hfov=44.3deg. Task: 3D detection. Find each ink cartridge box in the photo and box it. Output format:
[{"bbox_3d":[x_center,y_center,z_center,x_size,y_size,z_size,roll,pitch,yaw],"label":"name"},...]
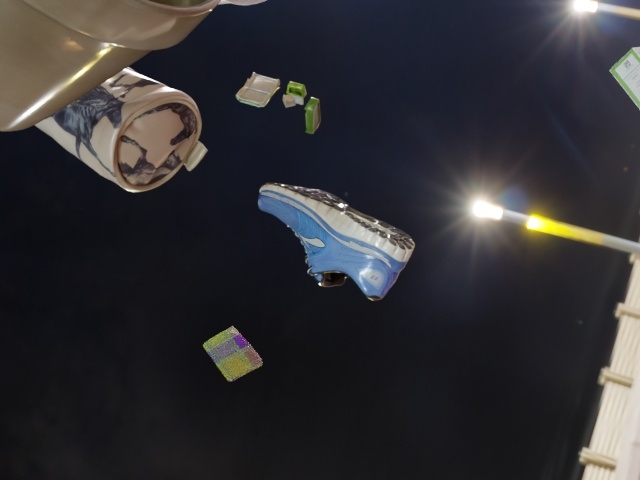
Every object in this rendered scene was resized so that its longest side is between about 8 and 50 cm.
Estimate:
[{"bbox_3d":[0.603,-0.237,1.346,0.109,0.209,0.062,-15,-25,-37],"label":"ink cartridge box"}]

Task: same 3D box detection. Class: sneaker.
[{"bbox_3d":[0.000,0.000,1.364,0.130,0.330,0.147,5,-69,-50],"label":"sneaker"}]

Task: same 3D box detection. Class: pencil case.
[{"bbox_3d":[-0.362,-0.223,1.168,0.183,0.410,0.160,-5,-55,-61],"label":"pencil case"}]

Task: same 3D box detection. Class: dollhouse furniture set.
[{"bbox_3d":[-0.074,-0.252,1.459,0.058,0.152,0.076,89,-157,-52],"label":"dollhouse furniture set"}]

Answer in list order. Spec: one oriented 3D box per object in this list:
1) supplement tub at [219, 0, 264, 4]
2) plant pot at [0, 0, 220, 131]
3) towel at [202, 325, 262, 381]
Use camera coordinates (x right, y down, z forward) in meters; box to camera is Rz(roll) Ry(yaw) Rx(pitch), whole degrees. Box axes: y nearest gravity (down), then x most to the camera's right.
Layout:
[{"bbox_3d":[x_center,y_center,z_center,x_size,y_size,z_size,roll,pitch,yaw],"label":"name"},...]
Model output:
[{"bbox_3d":[-0.186,-0.478,1.127,0.235,0.325,0.235,-24,-48,-30],"label":"supplement tub"},{"bbox_3d":[-0.311,-0.274,0.843,0.280,0.323,0.323,-40,-1,32],"label":"plant pot"},{"bbox_3d":[-0.131,0.169,1.171,0.060,0.083,0.009,-29,-36,-23],"label":"towel"}]
